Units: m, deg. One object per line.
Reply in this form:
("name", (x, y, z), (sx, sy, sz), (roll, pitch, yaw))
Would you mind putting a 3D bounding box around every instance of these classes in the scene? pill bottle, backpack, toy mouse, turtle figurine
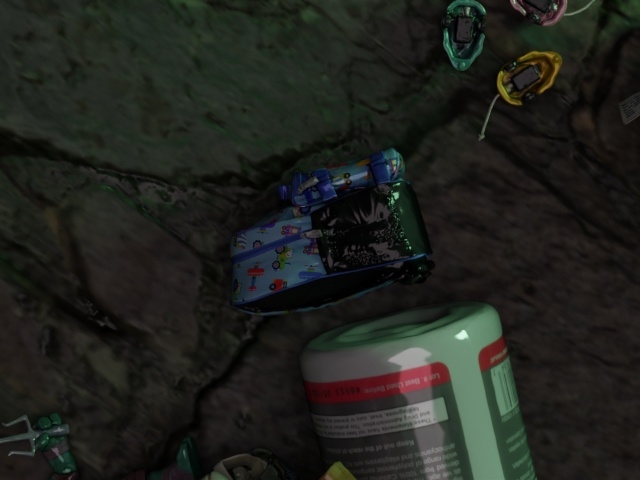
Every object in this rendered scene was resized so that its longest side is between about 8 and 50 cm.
("pill bottle", (0.099, 0.223, 1.525), (0.176, 0.176, 0.318), (-13, 95, -5))
("backpack", (0.000, 0.000, 1.514), (0.173, 0.158, 0.116), (-16, 88, 7))
("toy mouse", (0.158, -0.192, 1.570), (0.161, 0.031, 0.143), (-38, 98, -2))
("turtle figurine", (-0.221, 0.234, 1.526), (0.234, 0.175, 0.118), (-10, 141, 11))

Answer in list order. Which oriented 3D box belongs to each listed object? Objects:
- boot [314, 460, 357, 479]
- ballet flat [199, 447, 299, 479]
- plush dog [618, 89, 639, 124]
("boot", (0.030, 0.349, 1.442), (0.280, 0.096, 0.264), (41, 126, 2))
("ballet flat", (-0.076, 0.219, 1.511), (0.070, 0.188, 0.070), (2, 98, 17))
("plush dog", (0.410, -0.107, 1.548), (0.225, 0.210, 0.262), (38, 87, -27))
